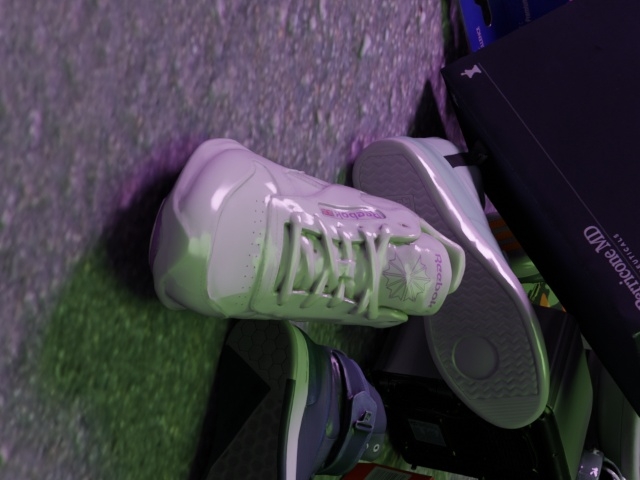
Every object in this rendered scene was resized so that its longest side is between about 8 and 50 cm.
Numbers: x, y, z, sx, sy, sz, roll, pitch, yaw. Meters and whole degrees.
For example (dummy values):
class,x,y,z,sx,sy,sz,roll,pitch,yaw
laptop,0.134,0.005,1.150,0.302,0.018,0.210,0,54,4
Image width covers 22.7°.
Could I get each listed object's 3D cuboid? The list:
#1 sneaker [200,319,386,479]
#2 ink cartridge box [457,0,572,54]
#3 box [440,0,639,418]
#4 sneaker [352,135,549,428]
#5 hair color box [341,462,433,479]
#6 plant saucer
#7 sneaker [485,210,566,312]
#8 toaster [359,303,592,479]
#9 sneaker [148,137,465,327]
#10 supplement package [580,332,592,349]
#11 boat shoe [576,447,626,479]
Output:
class,x,y,z,sx,sy,sz,roll,pitch,yaw
sneaker,-0.023,0.180,1.162,0.163,0.086,0.226,34,67,-60
ink cartridge box,0.251,-0.300,1.492,0.371,0.069,0.176,-41,128,-34
box,0.324,-0.063,1.356,0.343,0.312,0.179,61,-3,40
sneaker,0.131,0.022,1.318,0.256,0.094,0.151,63,25,2
hair color box,0.058,0.266,1.382,0.043,0.072,0.141,-36,131,-56
plant saucer,0.421,0.163,2.077,0.400,0.100,0.400,-32,126,-59
sneaker,0.246,0.050,1.594,0.321,0.124,0.180,-11,122,-29
toaster,0.140,0.130,1.399,0.186,0.168,0.110,66,39,-52
sneaker,0.000,0.000,1.069,0.305,0.152,0.114,0,101,-63
supplement package,0.360,-0.027,1.789,0.175,0.177,0.293,-10,109,-64
boat shoe,0.312,0.308,1.902,0.319,0.099,0.116,47,55,-60
